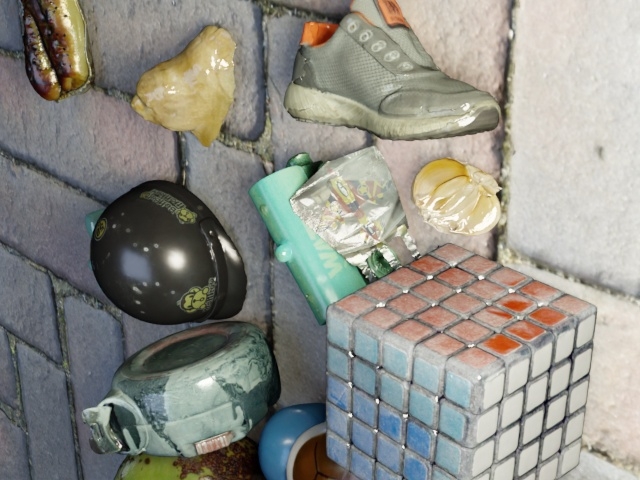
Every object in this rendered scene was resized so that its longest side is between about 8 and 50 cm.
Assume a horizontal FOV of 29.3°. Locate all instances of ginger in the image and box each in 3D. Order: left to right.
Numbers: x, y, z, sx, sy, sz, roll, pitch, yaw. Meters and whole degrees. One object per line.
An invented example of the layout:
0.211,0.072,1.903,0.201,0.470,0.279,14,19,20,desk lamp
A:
-0.202,-0.241,1.802,0.193,0.122,0.115,-64,37,37,ginger

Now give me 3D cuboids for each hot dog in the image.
-0.452,-0.363,2.063,0.162,0.081,0.271,10,113,46,hot dog

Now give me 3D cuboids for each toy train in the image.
0.000,0.000,1.638,0.101,0.159,0.248,-39,76,46,toy train

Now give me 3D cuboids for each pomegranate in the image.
-0.206,0.383,2.019,0.285,0.285,0.341,118,150,-45,pomegranate

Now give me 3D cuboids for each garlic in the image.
0.163,-0.048,1.485,0.113,0.094,0.074,43,176,20,garlic

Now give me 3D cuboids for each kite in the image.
0.074,0.001,1.592,0.245,0.141,0.015,56,175,2,kite

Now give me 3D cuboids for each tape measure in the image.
-0.197,0.232,1.889,0.275,0.256,0.147,-13,105,15,tape measure

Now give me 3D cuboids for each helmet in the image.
-0.264,0.040,1.955,0.279,0.160,0.231,35,128,27,helmet

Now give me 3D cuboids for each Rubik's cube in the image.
0.164,0.174,1.459,0.237,0.238,0.237,25,127,41,Rubik's cube

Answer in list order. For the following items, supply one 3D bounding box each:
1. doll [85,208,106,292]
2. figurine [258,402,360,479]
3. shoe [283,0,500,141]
-0.368,0.026,2.164,0.159,0.059,0.159,13,116,45,doll
0.080,0.344,1.692,0.416,0.243,0.298,37,146,62,figurine
0.086,-0.216,1.471,0.336,0.132,0.171,17,110,48,shoe
